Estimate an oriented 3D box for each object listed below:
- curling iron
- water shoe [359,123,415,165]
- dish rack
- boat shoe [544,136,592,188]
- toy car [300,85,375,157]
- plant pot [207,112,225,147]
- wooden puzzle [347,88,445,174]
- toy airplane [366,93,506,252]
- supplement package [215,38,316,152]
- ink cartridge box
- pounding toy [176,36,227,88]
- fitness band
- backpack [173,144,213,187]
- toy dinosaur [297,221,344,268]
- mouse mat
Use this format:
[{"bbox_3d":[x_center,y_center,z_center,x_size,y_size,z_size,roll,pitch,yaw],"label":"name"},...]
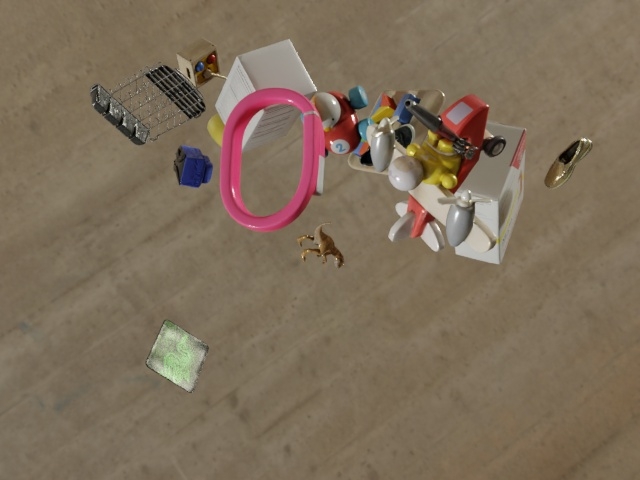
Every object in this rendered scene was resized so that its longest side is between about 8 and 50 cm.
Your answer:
[{"bbox_3d":[0.235,-0.221,1.433,0.274,0.068,0.035,25,-78,-52],"label":"curling iron"},{"bbox_3d":[0.213,-0.294,2.341,0.203,0.073,0.080,-36,-7,31],"label":"water shoe"},{"bbox_3d":[-0.448,-0.367,1.941,0.271,0.074,0.208,-22,-40,22],"label":"dish rack"},{"bbox_3d":[0.725,-0.233,2.198,0.072,0.068,0.190,-3,-46,-43],"label":"boat shoe"},{"bbox_3d":[0.024,-0.379,2.306,0.219,0.210,0.238,-18,-8,23],"label":"toy car"},{"bbox_3d":[-0.290,-0.344,2.379,0.134,0.095,0.134,-16,-29,-9],"label":"plant pot"},{"bbox_3d":[0.239,-0.387,2.538,0.347,0.080,0.322,23,85,59],"label":"wooden puzzle"},{"bbox_3d":[0.261,-0.148,1.854,0.272,0.385,0.386,-2,-4,-43],"label":"toy airplane"},{"bbox_3d":[-0.127,-0.317,1.649,0.133,0.139,0.244,-25,-5,-24],"label":"supplement package"},{"bbox_3d":[0.527,-0.144,2.304,0.279,0.160,0.385,-65,-24,-23],"label":"ink cartridge box"},{"bbox_3d":[-0.370,-0.555,2.364,0.130,0.100,0.141,-42,-27,-26],"label":"pounding toy"},{"bbox_3d":[-0.097,-0.159,1.430,0.208,0.291,0.054,-3,-14,21],"label":"fitness band"},{"bbox_3d":[-0.360,-0.207,2.061,0.120,0.101,0.098,49,123,55],"label":"backpack"},{"bbox_3d":[0.000,0.000,1.789,0.112,0.064,0.211,-15,-32,11],"label":"toy dinosaur"},{"bbox_3d":[-0.385,0.311,1.996,0.007,0.152,0.190,-45,19,31],"label":"mouse mat"}]
